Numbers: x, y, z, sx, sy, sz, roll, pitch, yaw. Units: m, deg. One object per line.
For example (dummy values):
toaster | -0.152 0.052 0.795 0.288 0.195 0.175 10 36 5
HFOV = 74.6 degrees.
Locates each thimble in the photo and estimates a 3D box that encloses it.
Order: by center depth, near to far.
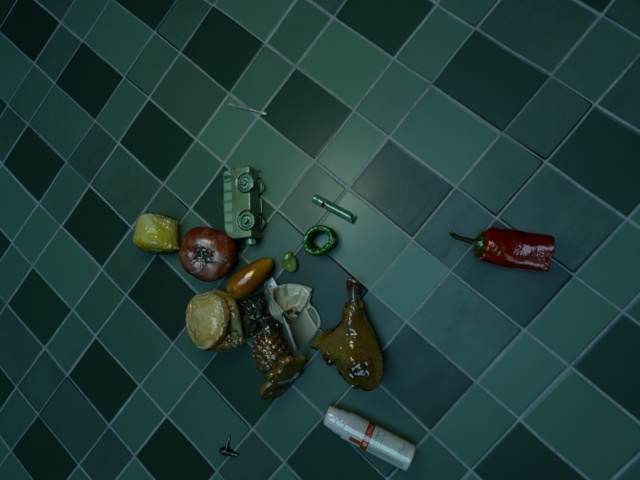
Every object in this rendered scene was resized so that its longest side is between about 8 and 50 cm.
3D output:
thimble | 0.000 0.000 1.630 0.130 0.090 0.118 -5 85 15

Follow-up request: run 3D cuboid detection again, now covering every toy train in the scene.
toy train | -0.312 -0.139 1.703 0.159 0.129 0.327 -4 86 19

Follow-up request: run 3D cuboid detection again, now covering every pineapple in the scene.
pineapple | -0.216 0.358 1.658 0.170 0.141 0.310 -26 74 13

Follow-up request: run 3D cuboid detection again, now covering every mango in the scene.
mango | -0.271 0.150 1.675 0.217 0.141 0.102 -42 68 -10

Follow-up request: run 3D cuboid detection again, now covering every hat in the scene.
hat | -0.110 0.296 1.621 0.164 0.219 0.226 9 108 31

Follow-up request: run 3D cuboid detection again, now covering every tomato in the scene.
tomato | -0.451 0.055 1.702 0.231 0.188 0.232 2 102 7

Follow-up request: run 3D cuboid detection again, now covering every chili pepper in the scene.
chili pepper | 0.605 0.019 1.444 0.338 0.131 0.135 7 114 12

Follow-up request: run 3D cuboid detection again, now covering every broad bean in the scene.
broad bean | -0.126 0.088 1.687 0.063 0.045 0.083 -18 91 2

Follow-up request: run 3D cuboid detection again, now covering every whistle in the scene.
whistle | 0.052 -0.125 1.650 0.186 0.039 0.039 29 95 14

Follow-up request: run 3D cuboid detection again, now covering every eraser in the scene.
eraser | -0.183 0.213 1.701 0.052 0.029 0.122 -30 80 12

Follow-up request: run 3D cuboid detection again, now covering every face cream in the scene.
face cream | 0.170 0.717 1.546 0.345 0.102 0.102 22 93 14

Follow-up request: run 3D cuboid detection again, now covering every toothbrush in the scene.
toothbrush | -0.308 -0.556 1.777 0.194 0.017 0.014 19 94 15

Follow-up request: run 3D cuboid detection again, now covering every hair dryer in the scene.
hair dryer | -0.371 0.844 1.728 0.079 0.031 0.083 12 83 5

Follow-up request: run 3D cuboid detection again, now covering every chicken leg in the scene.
chicken leg | 0.088 0.347 1.566 0.295 0.182 0.410 -8 81 31

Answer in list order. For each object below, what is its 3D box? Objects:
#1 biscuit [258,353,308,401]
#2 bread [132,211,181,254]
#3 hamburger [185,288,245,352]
biscuit | -0.147 0.531 1.606 0.249 0.184 0.035 -53 53 17
bread | -0.684 -0.023 1.775 0.197 0.197 0.171 -1 81 15
hamburger | -0.421 0.320 1.688 0.286 0.146 0.243 37 112 28
